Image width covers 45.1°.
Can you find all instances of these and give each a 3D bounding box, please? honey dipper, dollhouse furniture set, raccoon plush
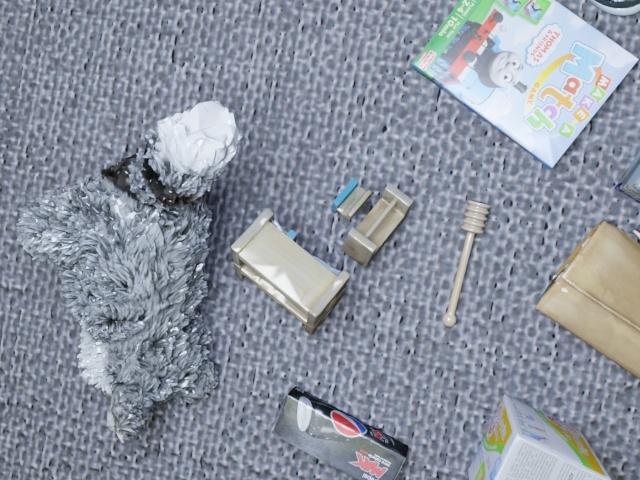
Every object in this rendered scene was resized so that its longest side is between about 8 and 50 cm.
[{"bbox_3d":[0.177,0.030,0.957,0.030,0.030,0.161,15,96,10],"label":"honey dipper"},{"bbox_3d":[0.000,0.000,0.959,0.129,0.129,0.184,39,74,8],"label":"dollhouse furniture set"},{"bbox_3d":[-0.189,0.066,0.860,0.216,0.446,0.299,-20,89,-22],"label":"raccoon plush"}]

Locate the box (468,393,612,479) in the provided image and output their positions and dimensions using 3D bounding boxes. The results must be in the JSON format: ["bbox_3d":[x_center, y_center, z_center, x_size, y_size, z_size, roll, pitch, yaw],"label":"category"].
[{"bbox_3d":[0.237,0.262,0.865,0.103,0.203,0.114,25,94,8],"label":"box"}]

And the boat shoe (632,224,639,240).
[{"bbox_3d":[0.429,0.017,0.898,0.137,0.049,0.043,35,107,3],"label":"boat shoe"}]

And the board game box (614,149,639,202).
[{"bbox_3d":[0.491,-0.045,0.837,0.275,0.142,0.144,33,98,8],"label":"board game box"}]

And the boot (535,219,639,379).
[{"bbox_3d":[0.366,0.148,0.900,0.269,0.089,0.236,38,86,7],"label":"boot"}]

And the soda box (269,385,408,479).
[{"bbox_3d":[0.024,0.253,0.982,0.169,0.053,0.060,26,96,9],"label":"soda box"}]

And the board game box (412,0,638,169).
[{"bbox_3d":[0.244,-0.213,0.932,0.211,0.039,0.160,38,98,7],"label":"board game box"}]

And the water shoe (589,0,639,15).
[{"bbox_3d":[0.314,-0.352,0.892,0.073,0.080,0.203,-33,86,11],"label":"water shoe"}]
